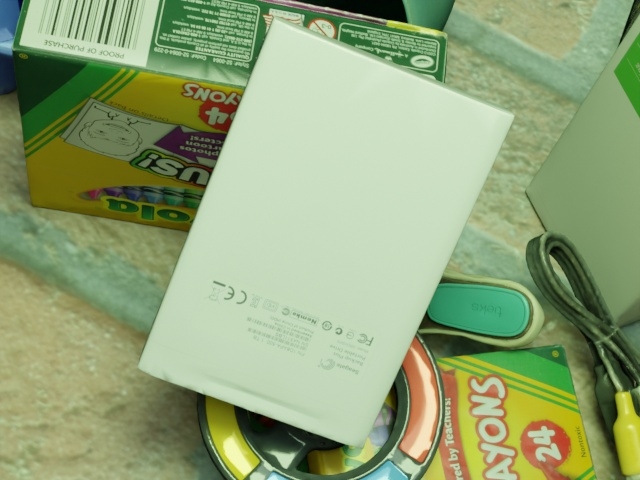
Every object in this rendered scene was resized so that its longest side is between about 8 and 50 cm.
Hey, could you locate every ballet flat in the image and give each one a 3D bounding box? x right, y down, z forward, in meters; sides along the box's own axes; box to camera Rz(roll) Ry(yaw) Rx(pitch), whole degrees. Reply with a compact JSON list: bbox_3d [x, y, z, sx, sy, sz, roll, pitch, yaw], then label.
[{"bbox_3d":[0.108,0.058,1.286,0.248,0.086,0.086,15,63,21],"label":"ballet flat"}]

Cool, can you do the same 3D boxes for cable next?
[{"bbox_3d":[0.305,0.113,1.258,0.139,0.072,0.287,-22,93,-38],"label":"cable"}]

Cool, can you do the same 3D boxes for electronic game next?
[{"bbox_3d":[0.001,0.147,1.163,0.229,0.048,0.229,2,66,-4],"label":"electronic game"}]

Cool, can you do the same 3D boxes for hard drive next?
[{"bbox_3d":[0.000,0.000,1.061,0.210,0.040,0.318,21,106,-8],"label":"hard drive"}]

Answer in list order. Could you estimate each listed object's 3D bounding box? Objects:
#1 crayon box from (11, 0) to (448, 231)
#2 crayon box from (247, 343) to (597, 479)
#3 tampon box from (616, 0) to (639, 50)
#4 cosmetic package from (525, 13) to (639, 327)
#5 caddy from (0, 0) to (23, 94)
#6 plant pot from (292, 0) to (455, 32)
[{"bbox_3d":[-0.094,-0.108,1.200,0.363,0.313,0.106,10,65,-5],"label":"crayon box"},{"bbox_3d":[0.100,0.221,1.217,0.319,0.081,0.202,-6,68,-12],"label":"crayon box"},{"bbox_3d":[0.416,-0.230,1.459,0.120,0.101,0.161,23,65,2],"label":"tampon box"},{"bbox_3d":[0.356,-0.076,1.235,0.155,0.365,0.197,-19,68,-19],"label":"cosmetic package"},{"bbox_3d":[-0.306,-0.319,1.334,0.241,0.179,0.341,-9,68,-14],"label":"caddy"},{"bbox_3d":[0.016,-0.287,1.326,0.293,0.293,0.235,35,48,6],"label":"plant pot"}]
